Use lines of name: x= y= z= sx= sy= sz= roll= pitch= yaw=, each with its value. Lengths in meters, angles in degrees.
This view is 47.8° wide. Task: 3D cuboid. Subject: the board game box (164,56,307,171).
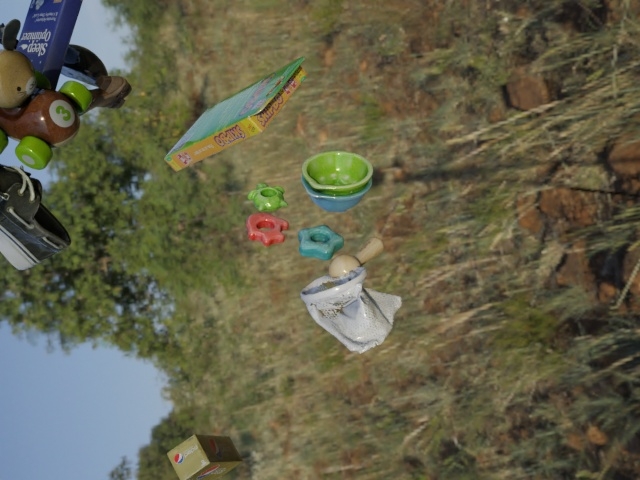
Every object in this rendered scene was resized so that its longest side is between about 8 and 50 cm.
board game box: x=-0.120 y=-0.176 z=1.026 sx=0.039 sy=0.124 sz=0.259 roll=46 pitch=147 yaw=-20

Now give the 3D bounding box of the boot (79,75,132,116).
boot: x=-0.417 y=-0.269 z=1.386 sx=0.042 sy=0.118 sz=0.087 roll=54 pitch=-167 yaw=16

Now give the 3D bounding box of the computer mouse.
computer mouse: x=-0.537 y=-0.382 z=1.435 sx=0.184 sy=0.262 sz=0.060 roll=31 pitch=-99 yaw=-52

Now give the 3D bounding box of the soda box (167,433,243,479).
soda box: x=-0.204 y=0.391 z=1.302 sx=0.058 sy=0.061 sz=0.181 roll=56 pitch=-179 yaw=20

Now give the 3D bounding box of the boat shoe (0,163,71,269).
boat shoe: x=-0.519 y=-0.075 z=1.192 sx=0.121 sy=0.119 sz=0.335 roll=60 pitch=171 yaw=28

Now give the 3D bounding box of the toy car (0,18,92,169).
toy car: x=-0.449 y=-0.231 z=1.079 sx=0.188 sy=0.149 sz=0.155 roll=95 pitch=-166 yaw=-57

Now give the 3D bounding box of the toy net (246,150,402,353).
toy net: x=0.000 y=0.000 z=0.624 sx=0.232 sy=0.122 sz=0.045 roll=-103 pitch=13 yaw=-51

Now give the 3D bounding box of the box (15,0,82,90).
box: x=-0.503 y=-0.341 z=1.300 sx=0.136 sy=0.036 sz=0.225 roll=12 pitch=87 yaw=42
